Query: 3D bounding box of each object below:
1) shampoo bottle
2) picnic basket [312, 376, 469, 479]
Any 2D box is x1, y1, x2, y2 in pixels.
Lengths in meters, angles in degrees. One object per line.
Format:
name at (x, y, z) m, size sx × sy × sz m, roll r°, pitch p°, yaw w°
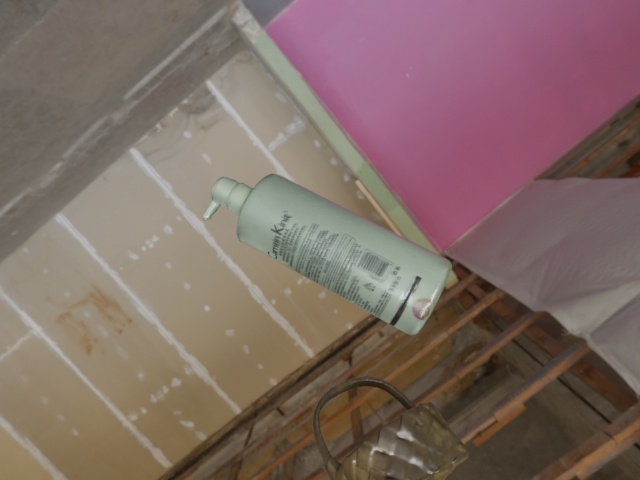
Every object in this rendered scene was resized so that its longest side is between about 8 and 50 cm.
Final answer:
shampoo bottle at (0.000, 0.000, 0.473) m, size 0.085 × 0.262 × 0.085 m, roll -58°, pitch 168°, yaw -20°
picnic basket at (0.134, 0.465, 1.065) m, size 0.292 × 0.338 × 0.337 m, roll -15°, pitch 175°, yaw -29°
